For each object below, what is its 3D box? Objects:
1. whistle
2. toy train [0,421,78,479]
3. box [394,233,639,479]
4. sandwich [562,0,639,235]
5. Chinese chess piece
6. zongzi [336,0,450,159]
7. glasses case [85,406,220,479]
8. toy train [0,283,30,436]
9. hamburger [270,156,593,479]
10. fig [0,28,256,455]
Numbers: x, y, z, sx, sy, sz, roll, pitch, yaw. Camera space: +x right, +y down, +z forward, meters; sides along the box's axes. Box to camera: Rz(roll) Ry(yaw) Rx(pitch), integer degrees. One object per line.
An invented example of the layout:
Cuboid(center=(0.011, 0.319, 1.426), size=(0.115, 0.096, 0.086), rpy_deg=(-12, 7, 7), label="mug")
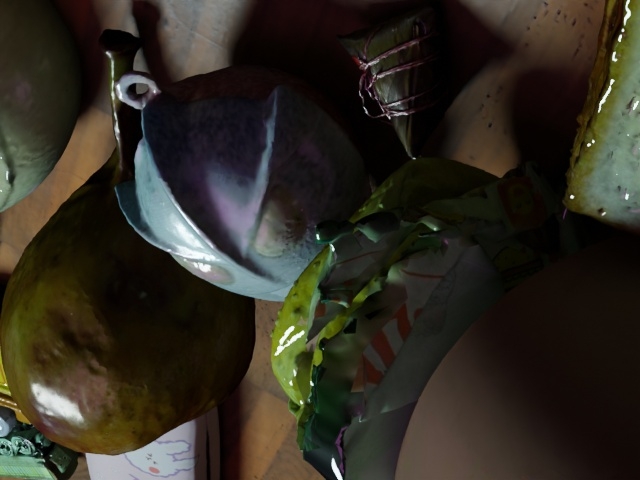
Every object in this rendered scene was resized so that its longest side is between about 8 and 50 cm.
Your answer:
Cuboid(center=(0.001, -0.001, 1.020), size=(0.142, 0.134, 0.346), rpy_deg=(-42, 122, 15), label="whistle")
Cuboid(center=(-0.311, 0.211, 1.622), size=(0.148, 0.038, 0.071), rpy_deg=(-4, 134, 43), label="toy train")
Cuboid(center=(0.187, 0.149, 0.866), size=(0.216, 0.301, 0.301), rpy_deg=(47, 159, 35), label="box")
Cuboid(center=(0.260, -0.065, 0.742), size=(0.273, 0.095, 0.249), rpy_deg=(22, 147, 11), label="sandwich")
Cuboid(center=(-0.285, -0.122, 1.094), size=(0.250, 0.101, 0.250), rpy_deg=(20, 146, 14), label="Chinese chess piece")
Cuboid(center=(0.051, -0.081, 0.908), size=(0.067, 0.073, 0.083), rpy_deg=(-16, 129, 26), label="zongzi")
Cuboid(center=(-0.148, 0.182, 1.418), size=(0.113, 0.075, 0.297), rpy_deg=(21, 147, 12), label="glasses case")
Cuboid(center=(-0.307, 0.092, 1.418), size=(0.219, 0.089, 0.127), rpy_deg=(15, 134, 23), label="toy train")
Cuboid(center=(0.058, 0.041, 0.927), size=(0.235, 0.214, 0.125), rpy_deg=(23, -172, -37), label="hamburger")
Cuboid(center=(-0.115, 0.012, 1.095), size=(0.190, 0.191, 0.290), rpy_deg=(30, 128, 0), label="fig")
